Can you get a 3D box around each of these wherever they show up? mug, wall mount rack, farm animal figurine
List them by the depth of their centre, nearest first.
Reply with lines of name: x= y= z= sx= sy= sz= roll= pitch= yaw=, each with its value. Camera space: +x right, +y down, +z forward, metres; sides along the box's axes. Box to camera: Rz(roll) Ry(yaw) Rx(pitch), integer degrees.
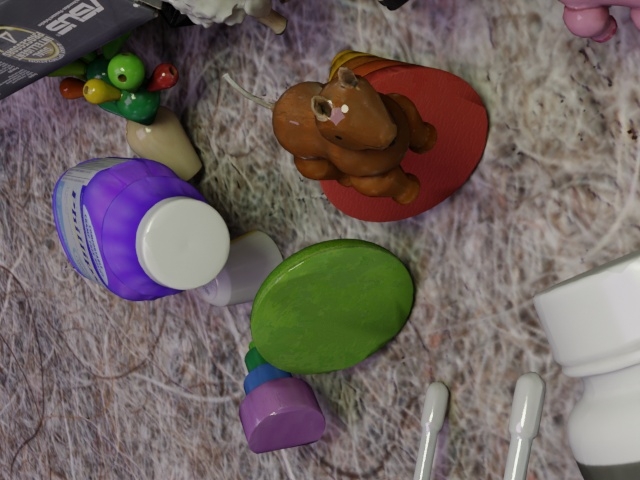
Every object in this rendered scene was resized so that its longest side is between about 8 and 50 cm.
farm animal figurine: x=0.041 y=-0.204 z=0.553 sx=0.330 sy=0.172 sz=0.327 roll=-47 pitch=50 yaw=16
wall mount rack: x=0.121 y=0.251 z=0.666 sx=0.304 sy=0.130 sz=0.350 roll=63 pitch=167 yaw=4
mug: x=-0.079 y=0.029 z=0.902 sx=0.078 sy=0.064 sz=0.062 roll=-2 pitch=103 yaw=48

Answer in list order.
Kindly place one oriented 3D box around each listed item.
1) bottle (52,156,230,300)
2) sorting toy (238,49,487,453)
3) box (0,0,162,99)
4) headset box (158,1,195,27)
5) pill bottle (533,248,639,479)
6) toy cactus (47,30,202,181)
bottle: x=-0.153 y=-0.009 z=0.864 sx=0.283 sy=0.092 sz=0.118 roll=14 pitch=120 yaw=65
sorting toy: x=0.000 y=0.000 z=0.797 sx=0.126 sy=0.127 sz=0.365 roll=-116 pitch=38 yaw=-46
box: x=-0.253 y=-0.290 z=0.861 sx=0.395 sy=0.097 sz=0.318 roll=-12 pitch=66 yaw=48
headset box: x=-0.127 y=-0.233 z=0.883 sx=0.083 sy=0.032 sz=0.062 roll=55 pitch=136 yaw=19
pill bottle: x=0.228 y=0.134 z=0.534 sx=0.161 sy=0.161 sz=0.283 roll=-29 pitch=82 yaw=48
toy cactus: x=-0.166 y=-0.133 z=0.912 sx=0.180 sy=0.112 sz=0.219 roll=53 pitch=158 yaw=-24
